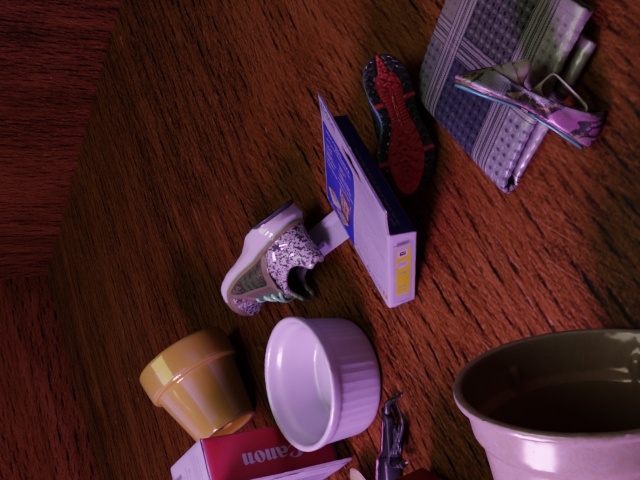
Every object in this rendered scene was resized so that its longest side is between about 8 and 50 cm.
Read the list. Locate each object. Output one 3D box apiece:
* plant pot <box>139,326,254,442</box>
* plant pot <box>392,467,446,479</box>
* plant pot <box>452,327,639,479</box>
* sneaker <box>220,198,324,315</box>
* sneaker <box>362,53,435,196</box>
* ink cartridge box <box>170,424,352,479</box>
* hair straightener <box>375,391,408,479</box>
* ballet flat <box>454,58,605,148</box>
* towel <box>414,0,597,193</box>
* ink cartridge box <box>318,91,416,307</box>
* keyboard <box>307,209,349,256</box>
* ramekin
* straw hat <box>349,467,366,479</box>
[{"bbox_3d":[-0.300,0.391,2.200,0.239,0.254,0.254,53,138,18],"label":"plant pot"},{"bbox_3d":[0.187,0.572,1.426,0.236,0.267,0.267,6,98,44],"label":"plant pot"},{"bbox_3d":[0.356,0.311,1.087,0.334,0.334,0.305,11,114,57],"label":"plant pot"},{"bbox_3d":[-0.102,0.093,1.929,0.182,0.158,0.410,48,147,15],"label":"sneaker"},{"bbox_3d":[0.146,-0.213,1.561,0.125,0.104,0.261,-74,-27,-78],"label":"sneaker"},{"bbox_3d":[-0.129,0.485,1.848,0.272,0.310,0.130,-48,53,48],"label":"ink cartridge box"},{"bbox_3d":[0.151,0.410,1.653,0.089,0.047,0.230,15,102,57],"label":"hair straightener"},{"bbox_3d":[0.304,-0.210,1.217,0.079,0.222,0.077,-64,-1,17],"label":"ballet flat"},{"bbox_3d":[0.285,-0.293,1.359,0.312,0.056,0.324,58,141,42],"label":"towel"},{"bbox_3d":[0.087,-0.077,1.560,0.307,0.072,0.303,87,161,-54],"label":"ink cartridge box"},{"bbox_3d":[0.000,0.000,1.874,0.256,0.014,0.072,-38,67,54],"label":"keyboard"},{"bbox_3d":[0.006,0.290,1.776,0.277,0.135,0.277,12,104,57],"label":"ramekin"},{"bbox_3d":[0.073,0.541,1.717,0.144,0.061,0.144,53,158,32],"label":"straw hat"}]
